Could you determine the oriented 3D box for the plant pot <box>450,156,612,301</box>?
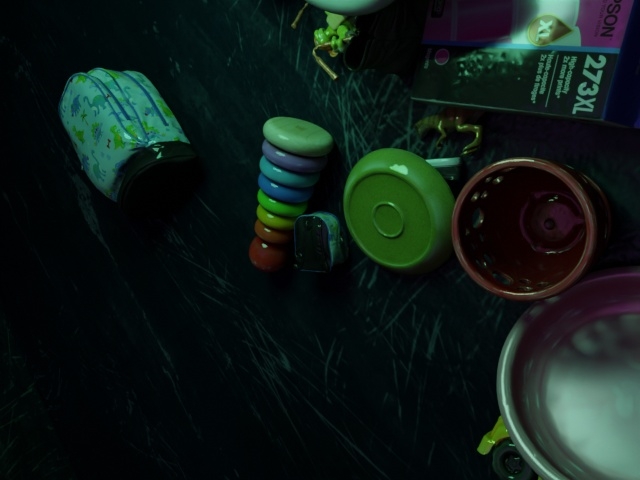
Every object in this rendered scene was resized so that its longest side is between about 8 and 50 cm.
[{"bbox_3d":[0.307,-0.022,0.760,0.191,0.174,0.191,7,101,41],"label":"plant pot"}]

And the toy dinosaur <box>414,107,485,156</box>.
[{"bbox_3d":[0.235,-0.200,0.865,0.211,0.064,0.112,-22,82,39],"label":"toy dinosaur"}]

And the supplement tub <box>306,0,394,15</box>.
[{"bbox_3d":[0.086,-0.495,0.730,0.241,0.331,0.241,25,152,15],"label":"supplement tub"}]

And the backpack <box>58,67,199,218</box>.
[{"bbox_3d":[-0.489,-0.268,1.357,0.290,0.273,0.356,-42,59,43],"label":"backpack"}]

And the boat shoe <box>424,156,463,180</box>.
[{"bbox_3d":[0.177,-0.119,0.936,0.142,0.049,0.040,0,98,37],"label":"boat shoe"}]

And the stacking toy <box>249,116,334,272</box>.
[{"bbox_3d":[-0.080,-0.075,1.109,0.141,0.141,0.330,34,121,31],"label":"stacking toy"}]

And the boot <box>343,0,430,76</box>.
[{"bbox_3d":[0.135,-0.375,0.853,0.083,0.161,0.246,38,119,28],"label":"boot"}]

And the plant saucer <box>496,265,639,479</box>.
[{"bbox_3d":[0.400,0.190,0.685,0.332,0.084,0.332,-22,43,22],"label":"plant saucer"}]

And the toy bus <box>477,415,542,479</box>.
[{"bbox_3d":[0.373,0.280,0.791,0.220,0.149,0.211,22,98,37],"label":"toy bus"}]

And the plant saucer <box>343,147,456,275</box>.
[{"bbox_3d":[0.128,-0.042,0.960,0.241,0.037,0.241,21,124,35],"label":"plant saucer"}]

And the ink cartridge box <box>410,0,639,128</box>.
[{"bbox_3d":[0.311,-0.260,0.744,0.371,0.069,0.176,18,104,34],"label":"ink cartridge box"}]

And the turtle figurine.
[{"bbox_3d":[0.058,-0.404,0.951,0.217,0.087,0.269,-43,40,29],"label":"turtle figurine"}]

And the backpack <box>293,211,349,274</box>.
[{"bbox_3d":[0.000,0.000,1.078,0.105,0.084,0.114,4,105,39],"label":"backpack"}]
